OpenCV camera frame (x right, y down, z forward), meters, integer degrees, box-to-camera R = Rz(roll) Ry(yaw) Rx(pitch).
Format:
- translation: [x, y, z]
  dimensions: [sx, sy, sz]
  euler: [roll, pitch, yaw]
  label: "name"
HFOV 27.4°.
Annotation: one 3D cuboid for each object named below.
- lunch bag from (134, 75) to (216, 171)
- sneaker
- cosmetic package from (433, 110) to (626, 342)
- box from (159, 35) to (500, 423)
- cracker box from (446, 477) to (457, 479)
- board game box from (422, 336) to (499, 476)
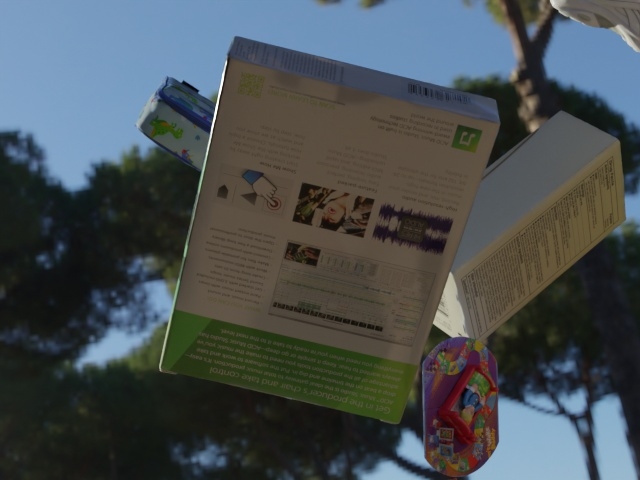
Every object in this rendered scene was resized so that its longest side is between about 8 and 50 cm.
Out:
- translation: [-0.198, -0.177, 2.083]
  dimensions: [0.090, 0.176, 0.219]
  euler: [-55, 8, 9]
  label: "lunch bag"
- translation: [0.400, -0.296, 1.606]
  dimensions: [0.090, 0.232, 0.115]
  euler: [-39, -28, -56]
  label: "sneaker"
- translation: [0.264, -0.016, 1.766]
  dimensions: [0.309, 0.113, 0.160]
  euler: [-37, -43, -20]
  label: "cosmetic package"
- translation: [0.000, 0.000, 1.153]
  dimensions: [0.232, 0.058, 0.322]
  euler: [14, -62, -4]
  label: "box"
- translation: [0.168, 0.420, 1.536]
  dimensions: [0.067, 0.232, 0.156]
  euler: [-14, -45, -2]
  label: "cracker box"
- translation: [0.181, 0.200, 1.573]
  dimensions: [0.133, 0.169, 0.033]
  euler: [1, -2, -41]
  label: "board game box"
